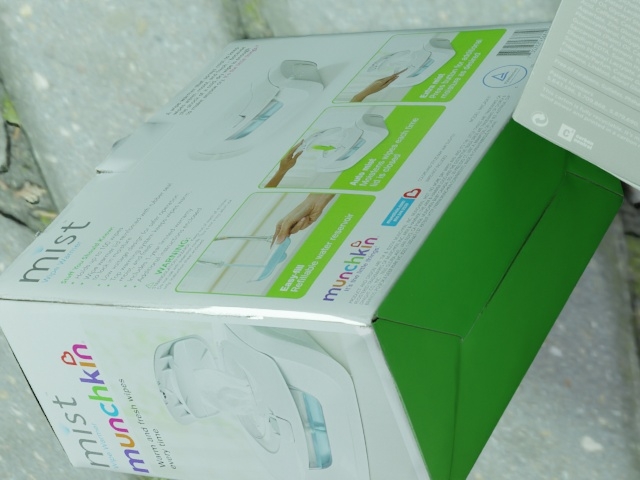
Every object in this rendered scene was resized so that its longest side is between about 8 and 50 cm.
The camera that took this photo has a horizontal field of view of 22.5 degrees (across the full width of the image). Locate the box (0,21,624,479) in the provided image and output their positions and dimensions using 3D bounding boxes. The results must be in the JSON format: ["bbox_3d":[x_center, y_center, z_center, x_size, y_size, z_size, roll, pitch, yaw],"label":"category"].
[{"bbox_3d":[0.000,0.000,0.848,0.231,0.262,0.126,1,126,32],"label":"box"}]

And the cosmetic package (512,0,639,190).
[{"bbox_3d":[0.180,-0.145,0.703,0.107,0.127,0.238,31,139,8],"label":"cosmetic package"}]
